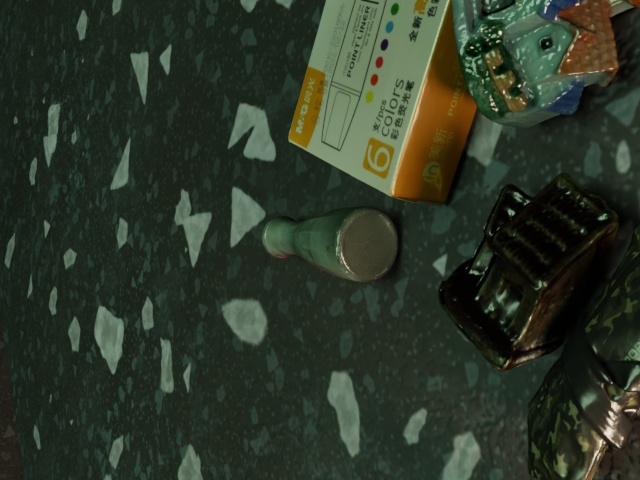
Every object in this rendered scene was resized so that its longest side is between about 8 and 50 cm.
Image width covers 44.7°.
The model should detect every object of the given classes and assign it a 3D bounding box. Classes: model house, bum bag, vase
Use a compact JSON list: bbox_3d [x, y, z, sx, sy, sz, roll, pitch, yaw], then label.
[{"bbox_3d":[0.179,0.010,0.683,0.165,0.106,0.152,52,126,49],"label":"model house"},{"bbox_3d":[0.206,-0.188,0.670,0.149,0.119,0.148,-17,73,44],"label":"model house"},{"bbox_3d":[0.235,0.102,0.632,0.102,0.069,0.248,-73,3,-67],"label":"bum bag"},{"bbox_3d":[0.000,0.000,0.960,0.214,0.086,0.086,5,91,58],"label":"vase"}]

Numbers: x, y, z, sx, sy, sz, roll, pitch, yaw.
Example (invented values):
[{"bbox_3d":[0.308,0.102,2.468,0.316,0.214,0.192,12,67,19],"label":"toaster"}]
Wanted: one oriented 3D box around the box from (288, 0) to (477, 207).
[{"bbox_3d":[0.082,-0.197,0.849,0.221,0.091,0.273,32,112,51],"label":"box"}]
